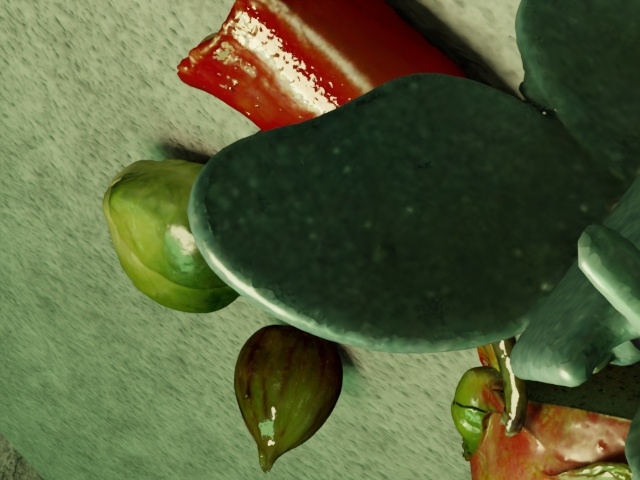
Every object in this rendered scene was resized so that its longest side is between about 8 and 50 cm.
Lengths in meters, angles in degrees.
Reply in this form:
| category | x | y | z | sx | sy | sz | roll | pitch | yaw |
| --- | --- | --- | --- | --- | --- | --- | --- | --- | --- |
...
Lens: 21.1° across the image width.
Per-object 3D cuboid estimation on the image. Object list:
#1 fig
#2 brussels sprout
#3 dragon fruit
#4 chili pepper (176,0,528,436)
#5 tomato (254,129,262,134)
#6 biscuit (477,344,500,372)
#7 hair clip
| category | x | y | z | sx | sy | sz | roll | pitch | yaw |
| --- | --- | --- | --- | --- | --- | --- | --- | --- | --- |
| fig | -0.038 | 0.157 | 1.677 | 0.103 | 0.155 | 0.109 | 32 | 153 | -25 |
| brussels sprout | -0.121 | -0.007 | 1.546 | 0.155 | 0.117 | 0.155 | 38 | 143 | 36 |
| dragon fruit | 0.222 | 0.161 | 1.234 | 0.268 | 0.130 | 0.295 | 12 | 167 | -34 |
| chili pepper | 0.068 | -0.047 | 1.142 | 0.338 | 0.131 | 0.134 | 45 | 133 | -2 |
| tomato | 0.000 | 0.000 | 1.385 | 0.189 | 0.099 | 0.173 | 45 | 156 | -17 |
| biscuit | 0.125 | 0.039 | 1.362 | 0.048 | 0.026 | 0.292 | 48 | 167 | 38 |
| hair clip | 0.198 | -0.009 | 0.766 | 0.392 | 0.318 | 0.238 | 44 | 157 | -5 |
